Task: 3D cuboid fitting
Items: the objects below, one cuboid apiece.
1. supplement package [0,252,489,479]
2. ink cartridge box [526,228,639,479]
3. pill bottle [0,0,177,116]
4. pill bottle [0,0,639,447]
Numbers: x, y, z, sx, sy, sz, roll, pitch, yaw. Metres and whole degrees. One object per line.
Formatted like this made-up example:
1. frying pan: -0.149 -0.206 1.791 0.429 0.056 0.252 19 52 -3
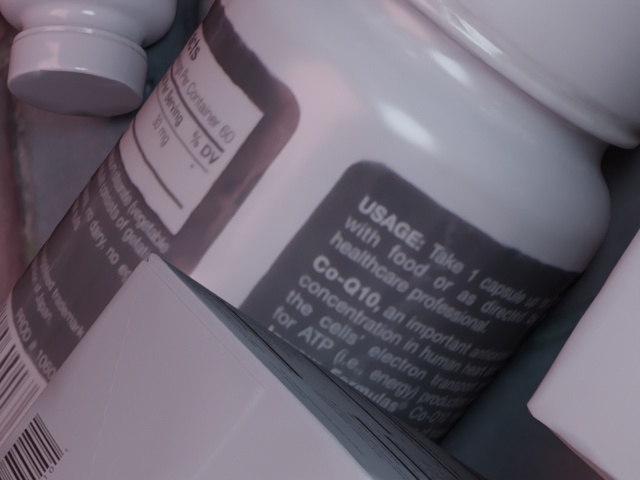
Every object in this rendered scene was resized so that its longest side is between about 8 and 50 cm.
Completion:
1. supplement package: 0.005 0.177 0.648 0.199 0.263 0.198 -53 32 2
2. ink cartridge box: 0.277 -0.039 0.514 0.160 0.279 0.384 40 102 41
3. pill bottle: -0.136 -0.177 1.049 0.108 0.108 0.193 -10 69 39
4. pill bottle: 0.000 0.000 0.801 0.361 0.204 0.204 -52 49 15
